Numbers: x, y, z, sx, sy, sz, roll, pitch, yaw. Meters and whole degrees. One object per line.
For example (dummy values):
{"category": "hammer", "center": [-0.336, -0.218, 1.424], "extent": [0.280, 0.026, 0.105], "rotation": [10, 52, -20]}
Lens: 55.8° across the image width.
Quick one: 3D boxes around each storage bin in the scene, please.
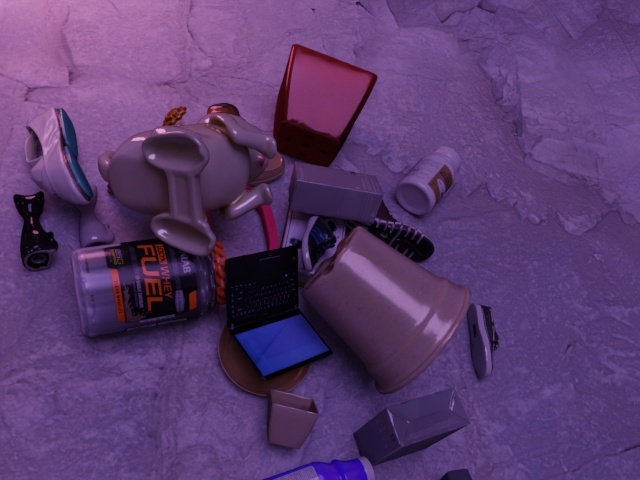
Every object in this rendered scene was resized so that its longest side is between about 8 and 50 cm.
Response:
{"category": "storage bin", "center": [0.307, 0.594, 1.398], "extent": [0.098, 0.135, 0.091], "rotation": [-1, 48, -19]}

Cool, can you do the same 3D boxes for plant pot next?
{"category": "plant pot", "center": [-0.073, 0.414, 1.388], "extent": [0.109, 0.109, 0.096], "rotation": [15, 91, -9]}
{"category": "plant pot", "center": [-0.013, -0.381, 1.829], "extent": [0.267, 0.267, 0.235], "rotation": [19, 67, -6]}
{"category": "plant pot", "center": [0.134, 0.144, 1.462], "extent": [0.305, 0.334, 0.333], "rotation": [40, 55, -3]}
{"category": "plant pot", "center": [-0.138, 0.275, 1.504], "extent": [0.237, 0.032, 0.236], "rotation": [9, 57, -14]}

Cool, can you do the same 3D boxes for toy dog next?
{"category": "toy dog", "center": [-0.287, -0.178, 1.487], "extent": [0.396, 0.284, 0.408], "rotation": [5, 26, 27]}

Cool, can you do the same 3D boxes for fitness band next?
{"category": "fitness band", "center": [-0.224, -0.026, 1.654], "extent": [0.209, 0.054, 0.290], "rotation": [-2, 61, -22]}

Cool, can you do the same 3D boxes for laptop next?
{"category": "laptop", "center": [-0.095, 0.163, 1.452], "extent": [0.234, 0.137, 0.264], "rotation": [-11, 106, -46]}

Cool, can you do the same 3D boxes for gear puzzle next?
{"category": "gear puzzle", "center": [-0.460, -0.270, 1.663], "extent": [0.044, 0.176, 0.338], "rotation": [53, 46, -34]}

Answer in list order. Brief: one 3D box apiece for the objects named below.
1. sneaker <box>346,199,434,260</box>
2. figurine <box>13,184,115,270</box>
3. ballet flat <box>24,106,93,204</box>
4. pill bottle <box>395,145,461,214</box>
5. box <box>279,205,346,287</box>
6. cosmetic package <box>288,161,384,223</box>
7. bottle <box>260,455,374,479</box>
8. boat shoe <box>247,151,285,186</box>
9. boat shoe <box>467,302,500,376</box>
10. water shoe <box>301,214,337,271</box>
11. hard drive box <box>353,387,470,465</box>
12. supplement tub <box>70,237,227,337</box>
{"category": "sneaker", "center": [0.211, -0.055, 1.786], "extent": [0.282, 0.106, 0.162], "rotation": [25, 37, -16]}
{"category": "figurine", "center": [-0.643, -0.048, 1.511], "extent": [0.215, 0.092, 0.209], "rotation": [-11, 59, -25]}
{"category": "ballet flat", "center": [-0.675, -0.199, 1.537], "extent": [0.139, 0.139, 0.400], "rotation": [-11, 44, -24]}
{"category": "pill bottle", "center": [0.345, -0.194, 1.893], "extent": [0.131, 0.131, 0.229], "rotation": [39, 56, 7]}
{"category": "box", "center": [-0.022, -0.010, 1.684], "extent": [0.169, 0.087, 0.289], "rotation": [14, 56, -9]}
{"category": "cosmetic package", "center": [0.036, -0.130, 1.638], "extent": [0.238, 0.107, 0.127], "rotation": [10, 30, -14]}
{"category": "bottle", "center": [-0.018, 0.552, 1.333], "extent": [0.283, 0.092, 0.118], "rotation": [-11, 67, -24]}
{"category": "boat shoe", "center": [-0.259, -0.232, 1.730], "extent": [0.341, 0.110, 0.121], "rotation": [-3, 60, -20]}
{"category": "boat shoe", "center": [0.461, 0.274, 1.673], "extent": [0.070, 0.077, 0.219], "rotation": [10, 55, -11]}
{"category": "water shoe", "center": [0.000, 0.000, 1.554], "extent": [0.080, 0.072, 0.203], "rotation": [1, 40, 9]}
{"category": "hard drive box", "center": [0.203, 0.435, 1.393], "extent": [0.181, 0.232, 0.089], "rotation": [-9, 62, -24]}
{"category": "supplement tub", "center": [-0.396, 0.099, 1.422], "extent": [0.338, 0.207, 0.207], "rotation": [-9, 63, -23]}
